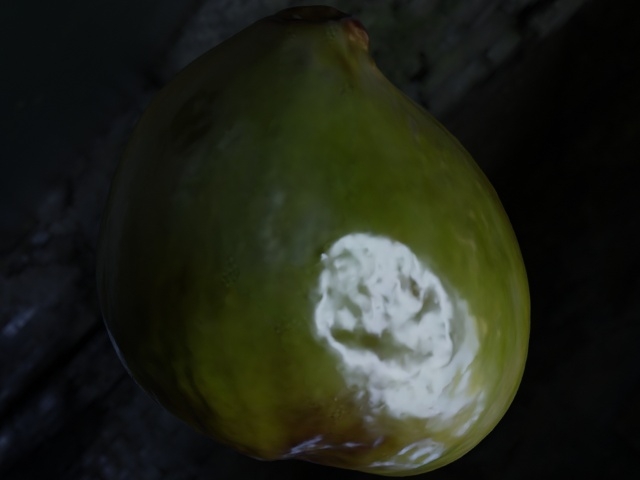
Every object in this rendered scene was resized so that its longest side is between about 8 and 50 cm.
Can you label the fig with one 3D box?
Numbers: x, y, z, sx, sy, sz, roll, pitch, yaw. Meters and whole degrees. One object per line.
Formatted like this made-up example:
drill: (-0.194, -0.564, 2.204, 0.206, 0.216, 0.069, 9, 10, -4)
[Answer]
fig: (-0.004, 0.011, 0.491, 0.120, 0.136, 0.153, -63, 157, -22)
